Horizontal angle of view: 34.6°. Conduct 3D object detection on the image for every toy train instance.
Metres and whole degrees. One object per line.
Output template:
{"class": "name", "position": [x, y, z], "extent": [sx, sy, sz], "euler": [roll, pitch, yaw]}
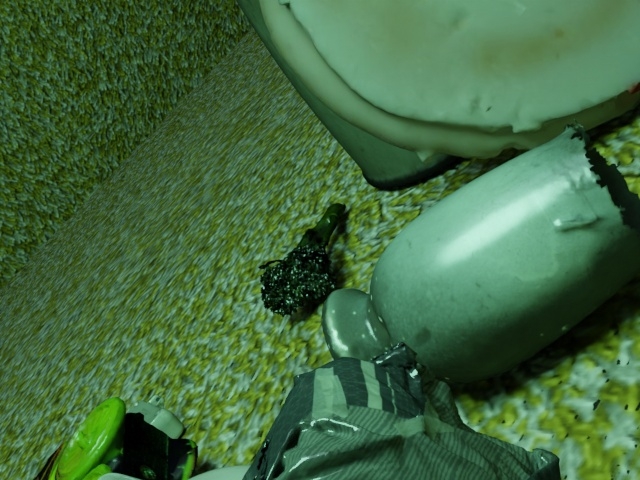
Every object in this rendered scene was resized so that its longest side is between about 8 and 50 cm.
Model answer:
{"class": "toy train", "position": [-0.164, 0.232, 0.737], "extent": [0.160, 0.100, 0.296], "euler": [-47, 17, 10]}

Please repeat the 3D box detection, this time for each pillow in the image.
{"class": "pillow", "position": [-0.017, 0.196, 0.416], "extent": [0.335, 0.162, 0.092], "euler": [-53, -10, -24]}

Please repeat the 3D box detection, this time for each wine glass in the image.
{"class": "wine glass", "position": [0.101, 0.023, 0.627], "extent": [0.204, 0.111, 0.111], "euler": [-39, 18, 24]}

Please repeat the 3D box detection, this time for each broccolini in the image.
{"class": "broccolini", "position": [0.004, 0.012, 1.002], "extent": [0.074, 0.058, 0.201], "euler": [-17, 12, 25]}

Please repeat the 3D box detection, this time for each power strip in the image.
{"class": "power strip", "position": [-0.202, 0.223, 0.937], "extent": [0.192, 0.035, 0.081], "euler": [-50, 19, -20]}

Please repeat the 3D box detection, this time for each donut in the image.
{"class": "donut", "position": [0.130, -0.252, 0.808], "extent": [0.383, 0.382, 0.142], "euler": [-39, 2, 11]}

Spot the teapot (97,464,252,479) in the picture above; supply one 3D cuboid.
{"class": "teapot", "position": [-0.047, 0.195, 0.567], "extent": [0.226, 0.092, 0.145], "euler": [6, 52, 43]}

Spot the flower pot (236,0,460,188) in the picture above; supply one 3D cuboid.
{"class": "flower pot", "position": [0.058, -0.261, 1.026], "extent": [0.294, 0.330, 0.293], "euler": [-39, 20, 17]}
